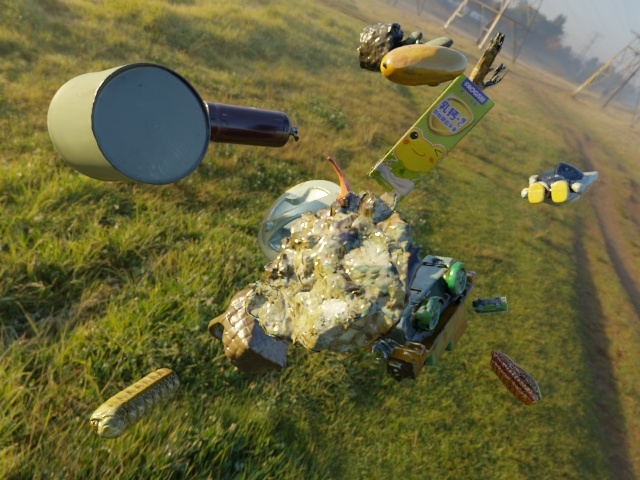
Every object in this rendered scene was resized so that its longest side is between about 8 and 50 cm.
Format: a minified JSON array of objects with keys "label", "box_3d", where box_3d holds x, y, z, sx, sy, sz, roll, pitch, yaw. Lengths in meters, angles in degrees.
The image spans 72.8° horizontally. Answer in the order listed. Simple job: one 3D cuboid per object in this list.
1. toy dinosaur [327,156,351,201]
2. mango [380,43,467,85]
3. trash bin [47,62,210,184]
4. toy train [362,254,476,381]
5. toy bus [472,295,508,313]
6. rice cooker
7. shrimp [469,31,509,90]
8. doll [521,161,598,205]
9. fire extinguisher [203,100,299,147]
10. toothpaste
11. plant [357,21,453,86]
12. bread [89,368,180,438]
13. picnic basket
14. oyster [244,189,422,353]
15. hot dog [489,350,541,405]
[{"label":"toy dinosaur","box_3d":[0.060,-0.035,0.894,0.055,0.280,0.101,-6,14,8]},{"label":"mango","box_3d":[0.203,-0.335,0.834,0.190,0.075,0.098,-6,29,-19]},{"label":"trash bin","box_3d":[-0.469,-0.272,1.044,0.280,0.280,0.432,-2,12,-40]},{"label":"toy train","box_3d":[0.252,0.192,1.085,0.178,0.249,0.429,7,31,38]},{"label":"toy bus","box_3d":[0.439,0.168,1.124,0.037,0.083,0.031,60,32,-33]},{"label":"rice cooker","box_3d":[-0.001,0.000,1.177,0.277,0.288,0.288,52,7,-49]},{"label":"shrimp","box_3d":[0.585,-0.595,1.469,0.152,0.219,0.046,-15,54,-26]},{"label":"doll","box_3d":[0.588,-0.136,1.065,0.316,0.145,0.103,-18,81,-53]},{"label":"fire extinguisher","box_3d":[-0.200,-0.349,1.314,0.337,0.114,0.135,-2,52,-35]},{"label":"toothpaste","box_3d":[0.264,-0.247,1.069,0.110,0.327,0.077,42,17,-3]},{"label":"plant","box_3d":[0.249,-0.554,1.276,0.274,0.146,0.149,23,34,24]},{"label":"bread","box_3d":[-0.458,0.405,1.111,0.084,0.077,0.367,6,-1,4]},{"label":"picnic basket","box_3d":[-0.303,0.370,1.754,0.293,0.337,0.337,42,20,-37]},{"label":"oyster","box_3d":[0.007,0.047,0.574,0.092,0.259,0.198,18,54,-45]},{"label":"hot dog","box_3d":[0.453,0.319,1.019,0.038,0.062,0.144,24,22,-45]}]
